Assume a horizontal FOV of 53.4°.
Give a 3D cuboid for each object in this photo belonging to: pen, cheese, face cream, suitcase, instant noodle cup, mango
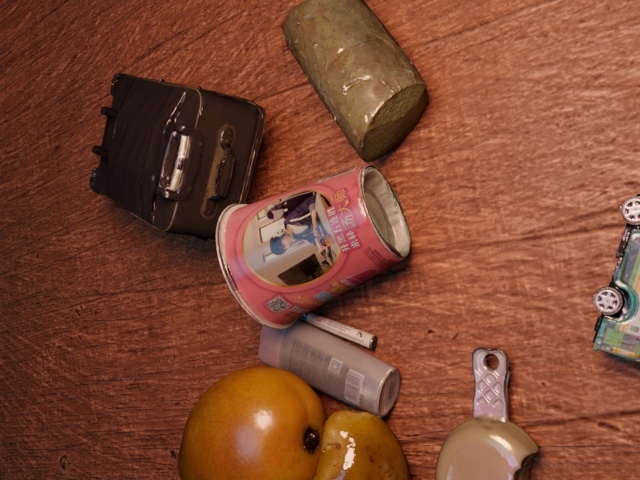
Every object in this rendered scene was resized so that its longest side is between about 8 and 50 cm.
[{"bbox_3d":[0.013,0.150,1.133,0.204,0.025,0.025,16,99,36],"label":"pen"},{"bbox_3d":[0.248,0.300,0.926,0.163,0.082,0.287,3,90,35],"label":"cheese"},{"bbox_3d":[0.007,0.211,1.104,0.269,0.073,0.108,18,102,35],"label":"face cream"},{"bbox_3d":[-0.283,-0.162,1.216,0.433,0.194,0.283,24,101,50],"label":"suitcase"},{"bbox_3d":[0.000,0.000,1.036,0.255,0.244,0.244,-23,76,24],"label":"instant noodle cup"},{"bbox_3d":[-0.130,0.374,1.116,0.378,0.221,0.264,-42,76,43],"label":"mango"}]

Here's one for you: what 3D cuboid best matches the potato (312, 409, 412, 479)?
[{"bbox_3d":[0.064,0.450,0.981,0.195,0.176,0.369,-2,80,-1],"label":"potato"}]

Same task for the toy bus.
[{"bbox_3d":[0.421,0.026,0.804,0.109,0.091,0.262,19,102,28],"label":"toy bus"}]

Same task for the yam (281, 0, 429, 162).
[{"bbox_3d":[0.060,-0.272,1.023,0.161,0.161,0.268,-44,65,27],"label":"yam"}]
